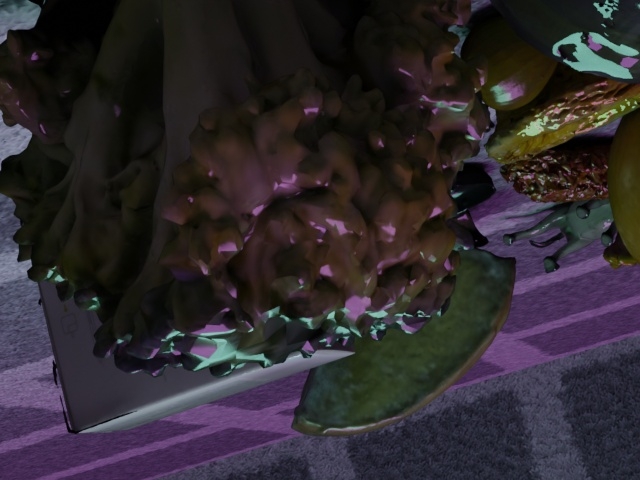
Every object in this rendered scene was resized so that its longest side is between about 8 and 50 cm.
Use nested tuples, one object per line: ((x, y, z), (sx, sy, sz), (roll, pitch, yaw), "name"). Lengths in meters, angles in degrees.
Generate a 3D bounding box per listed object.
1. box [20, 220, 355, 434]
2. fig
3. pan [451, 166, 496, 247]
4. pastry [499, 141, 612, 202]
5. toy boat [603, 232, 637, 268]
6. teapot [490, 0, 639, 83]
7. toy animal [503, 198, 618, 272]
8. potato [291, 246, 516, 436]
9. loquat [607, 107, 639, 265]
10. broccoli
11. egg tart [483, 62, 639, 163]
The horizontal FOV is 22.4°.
((-0.120, 0.039, 1.420), (0.251, 0.203, 0.106), (-21, 166, 23), "box")
((0.151, -0.144, 1.255), (0.088, 0.074, 0.074), (-33, 164, 7), "fig")
((0.145, -0.036, 1.754), (0.114, 0.040, 0.212), (-19, 159, 16), "pan")
((0.270, -0.068, 1.714), (0.169, 0.063, 0.087), (-7, 167, -33), "pastry")
((0.477, -0.029, 1.999), (0.318, 0.099, 0.141), (-15, -155, 39), "toy boat")
((0.220, -0.196, 0.782), (0.270, 0.200, 0.337), (18, 164, -5), "teapot")
((0.347, -0.032, 1.944), (0.176, 0.073, 0.217), (-23, 180, -44), "toy animal")
((0.091, 0.131, 1.836), (0.189, 0.264, 0.211), (19, 162, 0), "potato")
((0.387, -0.061, 1.443), (0.263, 0.263, 0.263), (-14, 167, -3), "loquat")
((-0.059, -0.082, 0.908), (0.293, 0.281, 0.348), (3, -153, 11), "broccoli")
((0.211, -0.127, 1.342), (0.191, 0.074, 0.191), (-22, 177, -1), "egg tart")
